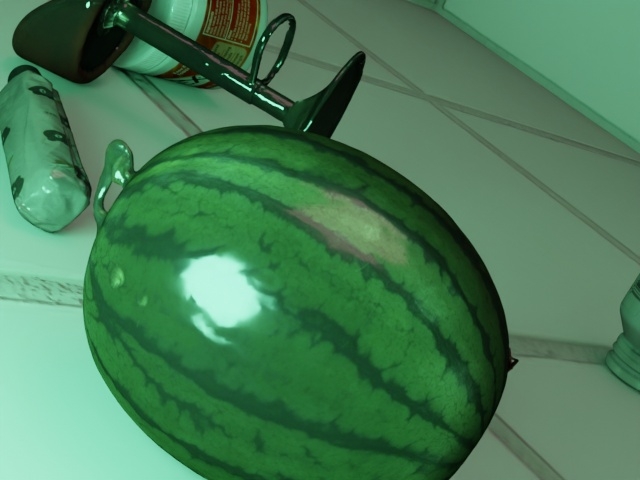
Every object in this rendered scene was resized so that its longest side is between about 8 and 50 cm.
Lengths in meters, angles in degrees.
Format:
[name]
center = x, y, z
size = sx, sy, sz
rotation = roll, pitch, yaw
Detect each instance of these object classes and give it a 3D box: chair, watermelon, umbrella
[chair]
center = -0.168, -0.235, 1.729
size = 0.401, 0.226, 0.226
rotation = 29, 17, 5
[watermelon]
center = -0.029, 0.054, 1.050
size = 0.359, 0.279, 0.279
rotation = 28, 17, 5
[umbrella]
center = -0.297, -0.109, 1.431
size = 0.067, 0.073, 0.337
rotation = 56, 1, -32

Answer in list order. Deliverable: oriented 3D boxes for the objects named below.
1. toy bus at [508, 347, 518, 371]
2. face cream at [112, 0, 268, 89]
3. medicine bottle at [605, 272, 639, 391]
[toy bus]
center = 0.098, 0.088, 1.433
size = 0.235, 0.073, 0.096
rotation = 19, 46, -32
[face cream]
center = -0.205, -0.331, 1.979
size = 0.187, 0.201, 0.201
rotation = 8, 27, -47
[medicine bottle]
center = 0.468, 0.094, 1.793
size = 0.135, 0.215, 0.135
rotation = 26, 18, -9
